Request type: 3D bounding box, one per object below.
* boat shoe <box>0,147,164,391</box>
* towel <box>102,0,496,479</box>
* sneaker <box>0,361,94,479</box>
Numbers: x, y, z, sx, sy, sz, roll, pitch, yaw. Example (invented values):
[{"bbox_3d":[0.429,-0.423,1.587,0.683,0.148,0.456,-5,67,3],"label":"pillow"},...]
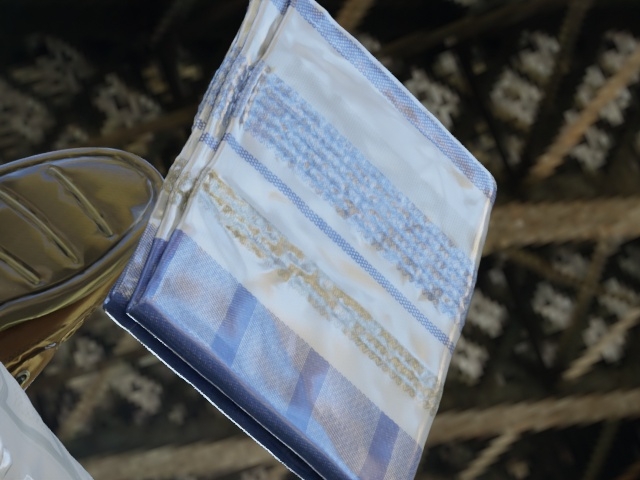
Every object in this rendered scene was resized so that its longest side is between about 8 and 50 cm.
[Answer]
[{"bbox_3d":[-0.222,0.053,1.215,0.307,0.111,0.104,-35,-29,-28],"label":"boat shoe"},{"bbox_3d":[0.000,0.000,1.092,0.209,0.285,0.034,42,-47,-21],"label":"towel"},{"bbox_3d":[-0.110,0.055,0.448,0.110,0.118,0.292,-56,-47,-22],"label":"sneaker"}]
